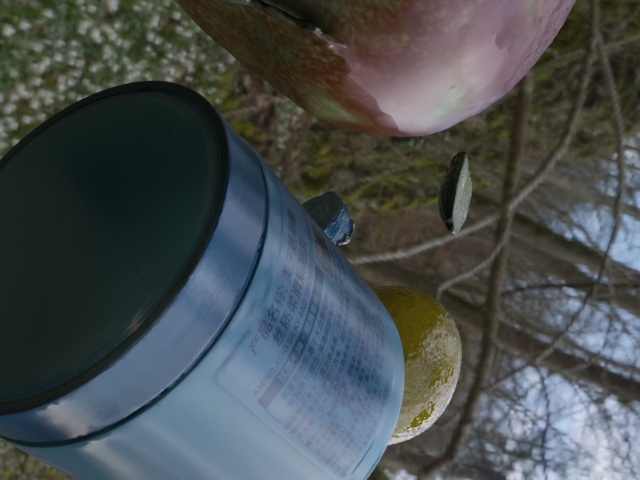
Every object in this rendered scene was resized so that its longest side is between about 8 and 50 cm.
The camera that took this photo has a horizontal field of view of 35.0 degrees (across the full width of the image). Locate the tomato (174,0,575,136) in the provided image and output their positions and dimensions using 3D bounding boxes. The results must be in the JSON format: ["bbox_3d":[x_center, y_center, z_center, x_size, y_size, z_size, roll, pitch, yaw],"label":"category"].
[{"bbox_3d":[0.024,-0.212,0.616,0.239,0.303,0.303,-3,111,-71],"label":"tomato"}]

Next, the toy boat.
[{"bbox_3d":[0.000,0.000,1.229,0.185,0.075,0.077,-58,141,-62],"label":"toy boat"}]

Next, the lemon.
[{"bbox_3d":[0.078,0.153,1.261,0.244,0.187,0.187,-45,176,-31],"label":"lemon"}]

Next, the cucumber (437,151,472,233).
[{"bbox_3d":[0.166,-0.055,1.288,0.107,0.035,0.067,-68,152,-44],"label":"cucumber"}]

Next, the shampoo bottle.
[{"bbox_3d":[-0.130,0.083,0.954,0.331,0.342,0.331,-19,-131,23],"label":"shampoo bottle"}]
